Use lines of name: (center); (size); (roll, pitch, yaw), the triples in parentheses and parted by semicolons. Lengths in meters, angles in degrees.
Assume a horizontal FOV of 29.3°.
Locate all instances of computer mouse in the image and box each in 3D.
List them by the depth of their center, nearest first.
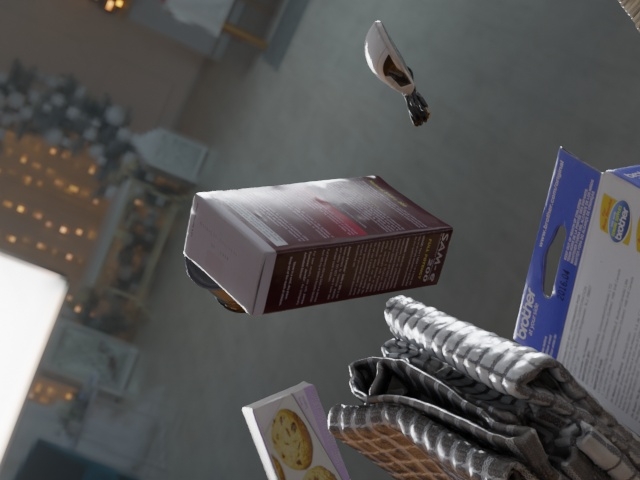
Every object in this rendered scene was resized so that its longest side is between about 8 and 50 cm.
computer mouse: (0.094, -0.228, 1.642); (0.042, 0.193, 0.106); (-26, 62, 10)

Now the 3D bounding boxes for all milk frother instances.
milk frother: (-0.096, 0.008, 1.578); (0.135, 0.129, 0.143); (58, -154, -71)

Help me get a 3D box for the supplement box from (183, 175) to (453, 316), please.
supplement box: (0.000, 0.000, 1.228); (0.130, 0.239, 0.073); (39, 126, 42)

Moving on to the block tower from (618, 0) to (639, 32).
block tower: (0.344, -0.231, 1.155); (0.097, 0.091, 0.335); (-52, 10, 19)

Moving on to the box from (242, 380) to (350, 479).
box: (0.018, 0.289, 1.115); (0.063, 0.067, 0.324); (152, 98, -76)

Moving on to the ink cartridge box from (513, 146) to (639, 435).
ink cartridge box: (0.277, 0.069, 0.890); (0.311, 0.065, 0.186); (36, 129, 44)

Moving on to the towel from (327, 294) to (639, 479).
towel: (0.159, 0.180, 0.893); (0.121, 0.284, 0.235); (-52, 25, -8)
